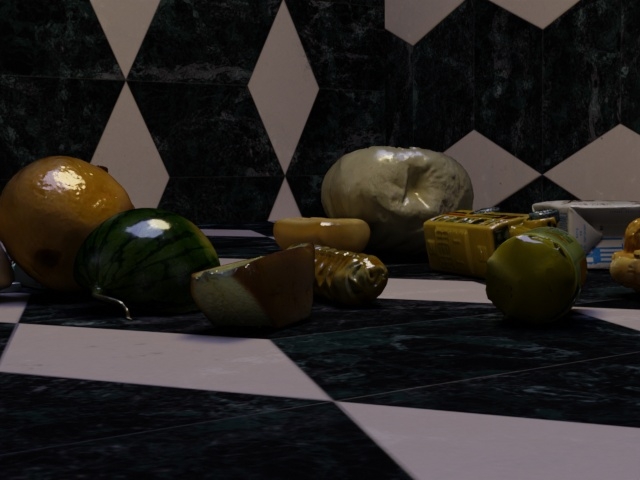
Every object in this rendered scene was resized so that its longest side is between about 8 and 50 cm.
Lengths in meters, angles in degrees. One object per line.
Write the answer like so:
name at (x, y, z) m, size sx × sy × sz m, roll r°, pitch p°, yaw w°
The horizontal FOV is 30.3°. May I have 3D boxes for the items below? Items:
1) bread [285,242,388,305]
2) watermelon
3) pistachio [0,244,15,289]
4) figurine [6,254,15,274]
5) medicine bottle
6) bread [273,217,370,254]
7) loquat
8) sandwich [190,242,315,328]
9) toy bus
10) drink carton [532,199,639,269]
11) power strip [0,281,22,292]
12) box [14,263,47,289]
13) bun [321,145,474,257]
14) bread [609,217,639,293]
bread at (0.012, 0.049, 1.827) m, size 0.084 × 0.077 × 0.367 m, roll 0°, pitch 4°, yaw -18°
watermelon at (-0.240, 0.021, 1.677) m, size 0.204 × 0.127 × 0.232 m, roll 29°, pitch 20°, yaw 34°
pistachio at (-0.544, 0.040, 1.814) m, size 0.145 × 0.117 × 0.200 m, roll 35°, pitch -18°, yaw -13°
figurine at (-0.553, 0.055, 2.094) m, size 0.106 × 0.047 × 0.060 m, roll 10°, pitch 44°, yaw 30°
medicine bottle at (0.285, 0.045, 1.552) m, size 0.124 × 0.124 × 0.239 m, roll 1°, pitch 5°, yaw 16°
bread at (0.000, 0.000, 2.421) m, size 0.147 × 0.098 × 0.217 m, roll 3°, pitch 0°, yaw -30°
loquat at (-0.398, -0.024, 1.852) m, size 0.238 × 0.238 × 0.193 m, roll -4°, pitch -39°, yaw -46°
sandwich at (-0.077, 0.062, 1.508) m, size 0.094 × 0.096 × 0.258 m, roll -6°, pitch 2°, yaw 25°
toy bus at (0.309, 0.008, 2.123) m, size 0.123 × 0.121 × 0.335 m, roll -11°, pitch 7°, yaw -20°
drink carton at (0.557, -0.016, 2.389) m, size 0.194 × 0.132 × 0.324 m, roll 0°, pitch 2°, yaw -3°
power strip at (-0.527, 0.077, 1.921) m, size 0.083 × 0.017 × 0.027 m, roll -1°, pitch 2°, yaw -31°
box at (-0.401, 0.033, 2.050) m, size 0.225 × 0.086 × 0.129 m, roll -3°, pitch 5°, yaw -33°
bun at (0.164, -0.062, 2.547) m, size 0.360 × 0.211 × 0.360 m, roll 4°, pitch -13°, yaw 1°
bread at (0.559, 0.025, 1.781) m, size 0.236 × 0.120 × 0.198 m, roll 0°, pitch 2°, yaw -8°
